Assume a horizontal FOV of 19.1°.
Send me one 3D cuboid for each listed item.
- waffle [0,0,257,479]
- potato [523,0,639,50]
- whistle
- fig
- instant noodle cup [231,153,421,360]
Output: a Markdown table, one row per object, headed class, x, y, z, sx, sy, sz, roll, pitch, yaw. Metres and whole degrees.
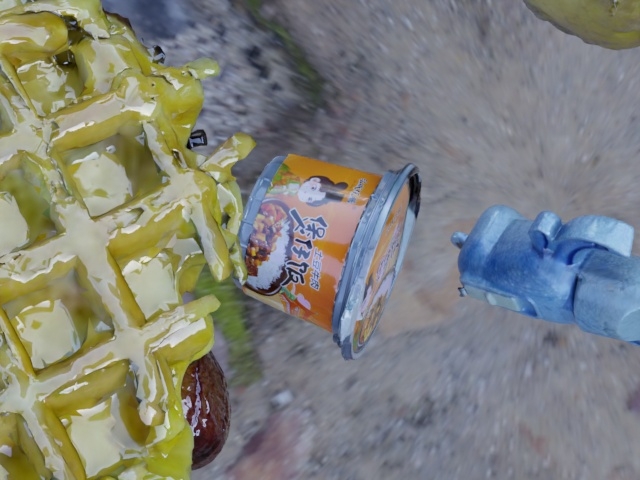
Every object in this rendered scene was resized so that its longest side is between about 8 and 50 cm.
| class | x | y | z | sx | sy | sz | roll | pitch | yaw |
| --- | --- | --- | --- | --- | --- | --- | --- | --- | --- |
| waffle | -0.230 | 0.013 | 0.961 | 0.382 | 0.095 | 0.380 | 15 | 68 | -6 |
| potato | 0.232 | -0.281 | 1.630 | 0.229 | 0.229 | 0.266 | -6 | 125 | 7 |
| whistle | 0.229 | 0.033 | 1.673 | 0.269 | 0.180 | 0.093 | 16 | 65 | 30 |
| fig | -0.140 | 0.102 | 1.691 | 0.133 | 0.146 | 0.201 | 7 | 68 | 1 |
| instant noodle cup | 0.000 | 0.000 | 1.632 | 0.125 | 0.208 | 0.178 | 19 | 107 | 10 |
